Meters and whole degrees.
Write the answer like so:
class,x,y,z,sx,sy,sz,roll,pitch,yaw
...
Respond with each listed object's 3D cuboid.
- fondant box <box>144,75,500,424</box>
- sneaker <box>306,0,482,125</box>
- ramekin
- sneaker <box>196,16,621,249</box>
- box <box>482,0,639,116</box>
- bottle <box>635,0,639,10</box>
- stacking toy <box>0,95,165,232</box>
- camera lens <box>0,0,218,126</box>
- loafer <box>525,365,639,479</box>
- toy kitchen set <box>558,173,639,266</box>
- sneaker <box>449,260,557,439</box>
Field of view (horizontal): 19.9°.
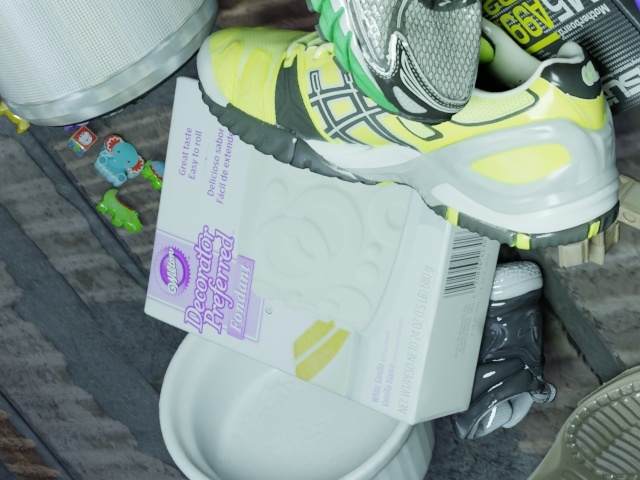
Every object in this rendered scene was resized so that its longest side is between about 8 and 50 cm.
class,x,y,z,sx,sy,sz,roll,pitch,yaw
fondant box,0.000,0.000,1.661,0.330,0.096,0.238,20,108,36
sneaker,0.076,-0.245,1.209,0.146,0.134,0.344,10,107,39
ramekin,-0.014,0.180,1.865,0.277,0.277,0.135,23,153,32
sneaker,0.067,-0.122,1.404,0.384,0.145,0.147,19,122,32
box,0.144,-0.177,1.400,0.216,0.060,0.270,48,151,-9
bottle,0.341,-0.146,1.148,0.282,0.092,0.118,20,178,36
stacking toy,-0.246,-0.113,1.984,0.221,0.052,0.167,45,153,-7
camera lens,-0.233,-0.255,1.596,0.219,0.219,0.274,7,135,47
loafer,0.271,0.188,1.706,0.102,0.092,0.268,40,135,2
toy kitchen set,0.246,0.001,1.503,0.075,0.068,0.083,25,147,28
sneaker,0.107,0.116,1.709,0.268,0.101,0.153,-19,83,44
